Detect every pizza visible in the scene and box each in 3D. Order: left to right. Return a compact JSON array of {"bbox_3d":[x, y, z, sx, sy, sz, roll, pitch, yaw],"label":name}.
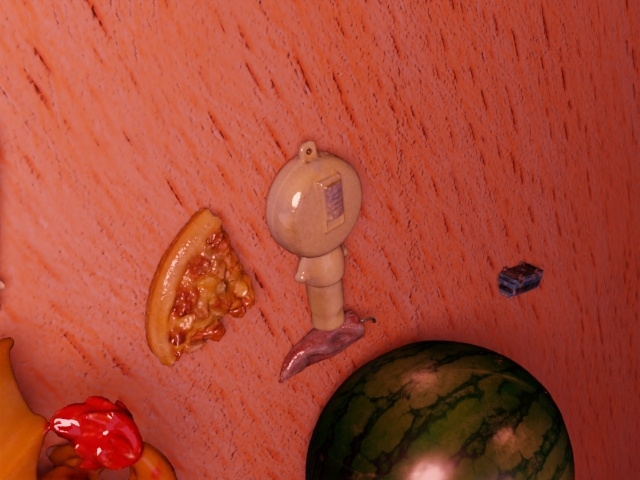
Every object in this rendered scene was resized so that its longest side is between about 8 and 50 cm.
[{"bbox_3d":[-0.122,0.051,0.870,0.134,0.046,0.174,0,109,-45],"label":"pizza"}]

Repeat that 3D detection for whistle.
[{"bbox_3d":[0.000,0.000,0.956,0.126,0.067,0.257,-29,130,-32],"label":"whistle"}]

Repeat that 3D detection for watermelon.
[{"bbox_3d":[0.157,0.299,1.064,0.363,0.363,0.363,-22,124,-37],"label":"watermelon"}]

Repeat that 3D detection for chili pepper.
[{"bbox_3d":[0.006,0.133,1.046,0.153,0.041,0.050,-29,109,-13],"label":"chili pepper"}]

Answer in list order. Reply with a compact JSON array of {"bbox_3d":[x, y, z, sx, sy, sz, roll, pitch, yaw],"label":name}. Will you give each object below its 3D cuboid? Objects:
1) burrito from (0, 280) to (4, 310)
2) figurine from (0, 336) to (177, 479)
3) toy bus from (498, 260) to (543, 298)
[{"bbox_3d":[-0.292,-0.020,0.671,0.045,0.041,0.185,-73,171,-71],"label":"burrito"},{"bbox_3d":[-0.258,0.318,0.642,0.400,0.268,0.387,60,35,-15],"label":"figurine"},{"bbox_3d":[0.335,0.066,1.348,0.083,0.038,0.045,-14,122,-40],"label":"toy bus"}]
